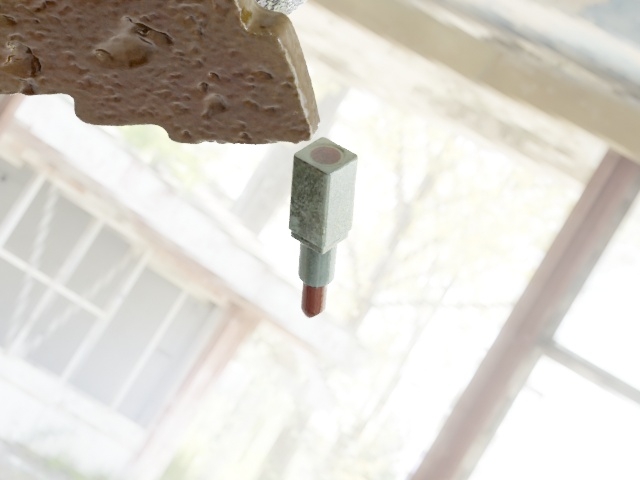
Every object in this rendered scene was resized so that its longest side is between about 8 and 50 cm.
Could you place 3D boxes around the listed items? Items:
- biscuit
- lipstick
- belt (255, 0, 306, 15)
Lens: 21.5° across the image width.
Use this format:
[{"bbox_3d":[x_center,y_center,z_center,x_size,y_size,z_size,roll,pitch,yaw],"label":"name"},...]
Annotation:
[{"bbox_3d":[-0.131,-0.150,1.208,0.301,0.043,0.278,30,-38,-23],"label":"biscuit"},{"bbox_3d":[-0.001,0.000,1.033,0.030,0.030,0.129,30,-45,28],"label":"lipstick"},{"bbox_3d":[-0.088,-0.293,1.682,0.139,0.230,0.126,55,-31,21],"label":"belt"}]
